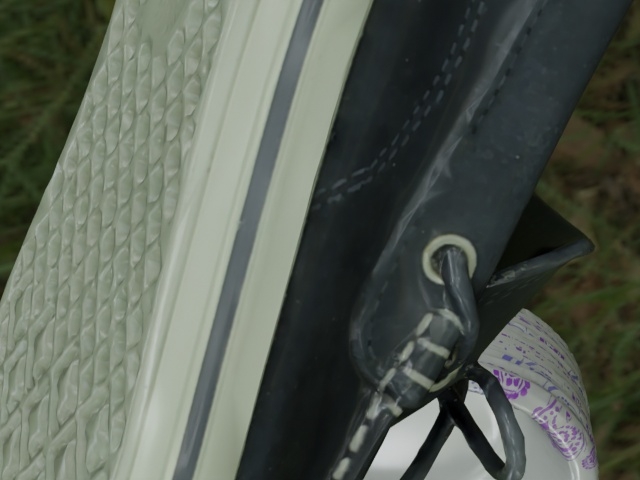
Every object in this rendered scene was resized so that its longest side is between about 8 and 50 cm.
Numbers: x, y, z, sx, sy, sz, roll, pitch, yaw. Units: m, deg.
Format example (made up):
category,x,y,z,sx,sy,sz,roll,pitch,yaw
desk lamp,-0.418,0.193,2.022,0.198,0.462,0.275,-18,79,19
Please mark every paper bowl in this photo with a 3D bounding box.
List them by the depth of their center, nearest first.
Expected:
category,x,y,z,sx,sy,sz,roll,pitch,yaw
paper bowl,0.059,0.139,1.383,0.148,0.284,0.284,-91,23,-46

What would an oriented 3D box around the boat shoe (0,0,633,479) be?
category,x,y,z,sx,sy,sz,roll,pitch,yaw
boat shoe,0.000,0.000,0.584,0.187,0.156,0.500,45,118,61
